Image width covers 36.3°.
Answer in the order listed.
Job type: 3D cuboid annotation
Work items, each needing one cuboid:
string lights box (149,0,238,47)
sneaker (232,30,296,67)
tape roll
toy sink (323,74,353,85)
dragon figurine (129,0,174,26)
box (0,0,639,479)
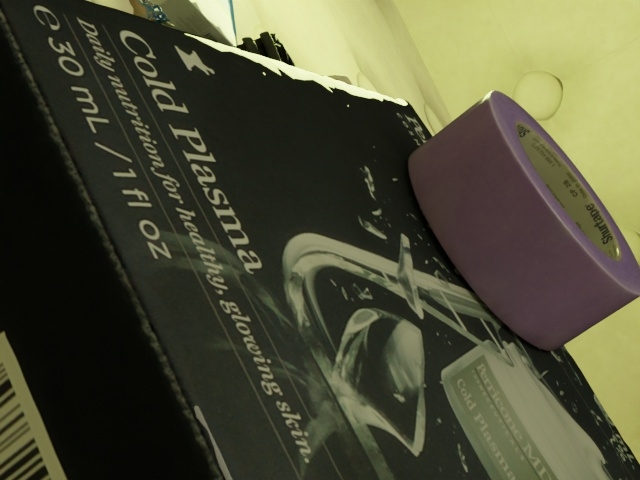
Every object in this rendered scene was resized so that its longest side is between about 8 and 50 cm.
[{"bbox_3d":[-0.194,-0.378,1.429,0.133,0.077,0.260,43,27,-42],"label":"string lights box"},{"bbox_3d":[-0.130,-0.233,1.297,0.296,0.147,0.104,9,57,-63],"label":"sneaker"},{"bbox_3d":[0.157,-0.016,0.741,0.189,0.080,0.189,40,27,-25],"label":"tape roll"},{"bbox_3d":[-0.070,-0.096,1.141,0.234,0.153,0.131,-9,53,-25],"label":"toy sink"},{"bbox_3d":[-0.190,-0.162,1.096,0.144,0.085,0.289,-17,70,-49],"label":"dragon figurine"},{"bbox_3d":[-0.036,0.139,0.651,0.472,0.297,0.480,4,53,-59],"label":"box"}]
